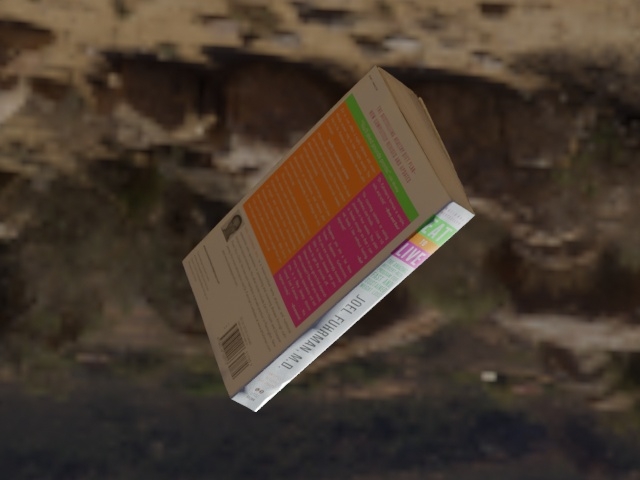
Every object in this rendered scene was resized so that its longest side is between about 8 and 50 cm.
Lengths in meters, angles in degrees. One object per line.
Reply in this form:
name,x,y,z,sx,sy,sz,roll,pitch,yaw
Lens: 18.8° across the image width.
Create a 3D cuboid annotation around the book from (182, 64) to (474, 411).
book,0.000,0.000,0.916,0.144,0.096,0.035,-42,132,19
